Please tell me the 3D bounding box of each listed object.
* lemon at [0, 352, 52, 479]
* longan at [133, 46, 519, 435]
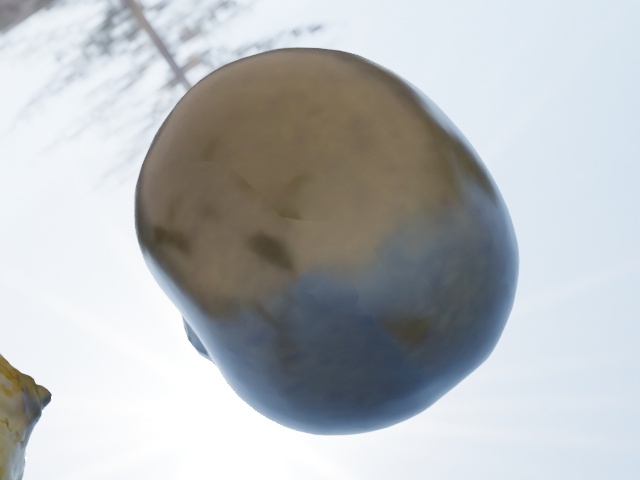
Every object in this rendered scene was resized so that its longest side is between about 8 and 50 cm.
[{"bbox_3d":[-0.304,0.141,0.989,0.253,0.228,0.228,-49,-154,-22],"label":"lemon"},{"bbox_3d":[0.000,0.000,1.481,0.361,0.361,0.361,-28,-158,13],"label":"longan"}]
